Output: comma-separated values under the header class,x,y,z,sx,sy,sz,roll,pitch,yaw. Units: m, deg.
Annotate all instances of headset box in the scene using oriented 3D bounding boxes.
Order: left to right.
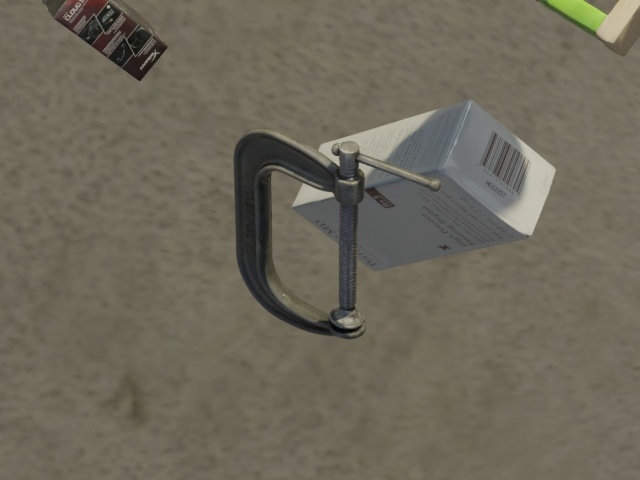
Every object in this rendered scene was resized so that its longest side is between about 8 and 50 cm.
class,x,y,z,sx,sy,sz,roll,pitch,yaw
headset box,-0.146,-0.147,1.288,0.032,0.083,0.062,-49,31,6

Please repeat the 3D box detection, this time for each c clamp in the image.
class,x,y,z,sx,sy,sz,roll,pitch,yaw
c clamp,0.000,0.000,1.143,0.137,0.022,0.161,30,137,24

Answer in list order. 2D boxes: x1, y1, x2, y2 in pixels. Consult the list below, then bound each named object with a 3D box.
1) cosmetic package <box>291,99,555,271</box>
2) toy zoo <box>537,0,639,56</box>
class,x,y,z,sx,sy,sz,roll,pitch,yaw
cosmetic package,0.091,-0.046,1.814,0.231,0.117,0.085,-16,43,53
toy zoo,0.136,-0.273,1.297,0.293,0.030,0.192,36,94,27
